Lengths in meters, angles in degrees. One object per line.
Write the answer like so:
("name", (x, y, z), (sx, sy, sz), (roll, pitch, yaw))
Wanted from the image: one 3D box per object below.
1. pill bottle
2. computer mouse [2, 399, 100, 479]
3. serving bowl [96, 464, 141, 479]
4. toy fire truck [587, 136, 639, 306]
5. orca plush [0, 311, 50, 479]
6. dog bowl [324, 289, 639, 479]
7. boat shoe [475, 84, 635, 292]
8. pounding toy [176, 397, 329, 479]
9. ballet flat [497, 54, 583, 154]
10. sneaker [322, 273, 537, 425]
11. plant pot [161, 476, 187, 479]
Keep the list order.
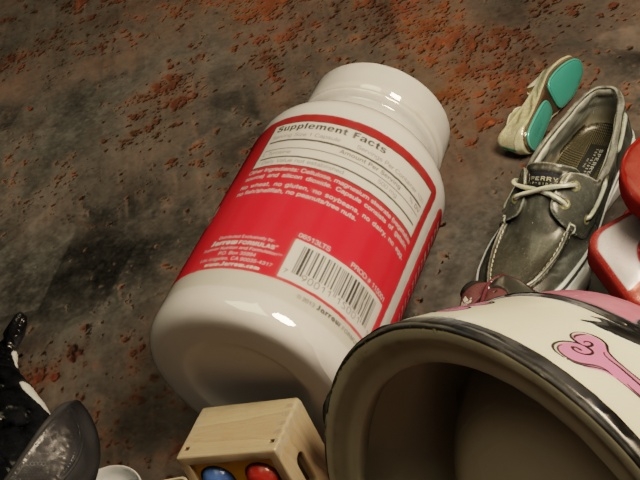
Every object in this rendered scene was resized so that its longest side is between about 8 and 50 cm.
("pill bottle", (0.000, 0.000, 1.323), (0.229, 0.229, 0.407), (3, 46, 27))
("computer mouse", (-0.287, 0.279, 1.200), (0.072, 0.188, 0.272), (28, 54, 5))
("serving bowl", (-0.219, 0.274, 1.275), (0.083, 0.027, 0.083), (-12, 41, 11))
("toy fire truck", (0.434, 0.001, 1.202), (0.302, 0.169, 0.254), (-29, 60, -6))
("orca plush", (-0.353, 0.177, 1.381), (0.151, 0.102, 0.287), (-16, 41, 7))
("dog bowl", (0.186, 0.217, 0.902), (0.150, 0.408, 0.408), (-26, 37, -32))
("boat shoe", (0.249, -0.042, 1.341), (0.121, 0.119, 0.335), (8, 49, 31))
("pounding toy", (-0.047, 0.238, 1.173), (0.130, 0.141, 0.100), (-10, 31, 28))
("ballet flat", (0.269, -0.172, 1.526), (0.052, 0.057, 0.168), (5, 47, 42))
("sneaker", (0.126, 0.111, 1.183), (0.281, 0.106, 0.162), (0, 51, -17))
("plant pot", (-0.164, 0.304, 1.167), (0.109, 0.096, 0.109), (-12, 41, 12))
